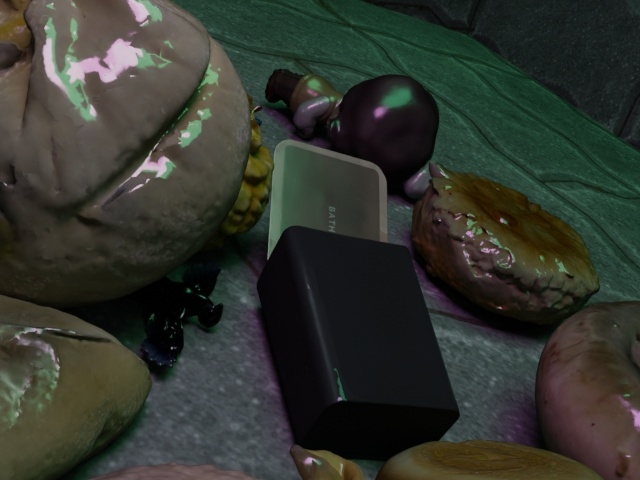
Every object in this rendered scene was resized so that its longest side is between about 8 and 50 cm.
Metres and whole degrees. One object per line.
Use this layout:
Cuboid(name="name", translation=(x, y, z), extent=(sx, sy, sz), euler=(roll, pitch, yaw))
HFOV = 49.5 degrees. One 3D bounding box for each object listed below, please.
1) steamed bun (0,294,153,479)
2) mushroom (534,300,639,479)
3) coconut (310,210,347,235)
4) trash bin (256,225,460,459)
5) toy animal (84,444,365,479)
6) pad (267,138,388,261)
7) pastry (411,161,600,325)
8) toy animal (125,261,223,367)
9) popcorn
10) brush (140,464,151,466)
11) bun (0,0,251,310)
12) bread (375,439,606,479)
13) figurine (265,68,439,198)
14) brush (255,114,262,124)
Cuboid(name="steamed bun", translation=(-0.248, 0.112, 0.529), extent=(0.231, 0.110, 0.212), euler=(17, 29, -12))
Cuboid(name="mushroom", translation=(0.422, 0.179, 0.747), extent=(0.363, 0.294, 0.362), euler=(9, 27, -5))
Cuboid(name="coconut", translation=(0.000, 0.000, 0.958), extent=(0.081, 0.083, 0.082), euler=(55, 0, -16))
Cuboid(name="trash bin", translation=(0.037, 0.108, 0.746), extent=(0.165, 0.115, 0.225), euler=(11, 38, -24))
Cuboid(name="toy animal", translation=(-0.074, 0.231, 0.381), extent=(0.359, 0.188, 0.226), euler=(19, 18, -11))
Cuboid(name="pad", translation=(0.014, -0.006, 0.910), extent=(0.176, 0.002, 0.266), euler=(13, 62, -23))
Cuboid(name="pastry", translation=(0.285, 0.014, 1.106), extent=(0.330, 0.136, 0.329), euler=(21, 28, -12))
Cuboid(name="toy animal", translation=(-0.159, 0.063, 0.753), extent=(0.108, 0.062, 0.220), euler=(38, 23, -15))
Cuboid(name="popcorn", translation=(-0.158, -0.096, 0.870), extent=(0.218, 0.189, 0.169), euler=(41, 28, 24))
Cuboid(name="brush", translation=(-0.061, 0.229, 0.572), extent=(0.196, 0.021, 0.070), euler=(16, 31, -19))
Cuboid(name="bun", translation=(-0.251, -0.119, 0.664), extent=(0.365, 0.219, 0.365), euler=(-2, 67, 4))
Cuboid(name="bread", translation=(0.152, 0.239, 0.602), extent=(0.214, 0.104, 0.213), euler=(4, -5, 0))
Cuboid(name="figurine", translation=(0.051, -0.219, 1.327), extent=(0.365, 0.206, 0.218), euler=(13, -5, 32))
Cuboid(name="brush", translation=(-0.165, -0.271, 1.359), extent=(0.051, 0.014, 0.164), euler=(-9, 44, -46))
